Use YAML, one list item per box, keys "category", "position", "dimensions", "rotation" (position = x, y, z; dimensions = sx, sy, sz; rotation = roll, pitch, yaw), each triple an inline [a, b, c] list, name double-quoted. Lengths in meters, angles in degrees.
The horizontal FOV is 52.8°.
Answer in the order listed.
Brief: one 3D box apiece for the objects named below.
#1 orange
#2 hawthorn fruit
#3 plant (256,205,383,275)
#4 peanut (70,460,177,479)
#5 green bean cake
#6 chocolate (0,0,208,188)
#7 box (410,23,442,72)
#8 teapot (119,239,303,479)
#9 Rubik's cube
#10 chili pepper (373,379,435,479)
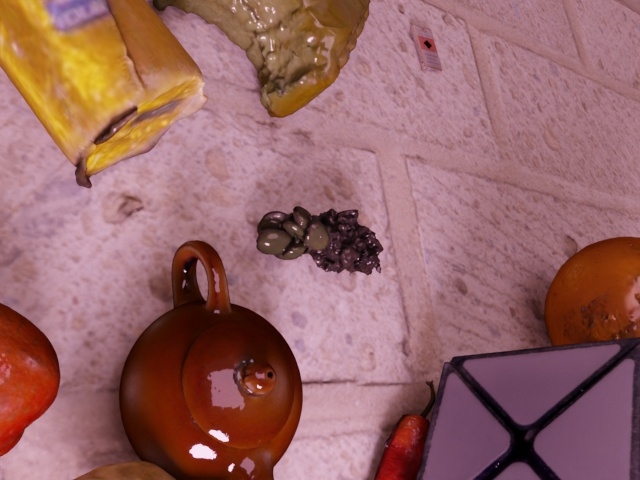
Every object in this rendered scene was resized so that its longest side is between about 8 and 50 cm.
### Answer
- category: "orange"
  position: [0.470, 0.116, 0.987]
  dimensions: [0.246, 0.246, 0.246]
  rotation: [17, 60, -33]
- category: "hawthorn fruit"
  position: [-0.259, 0.105, 0.479]
  dimensions: [0.128, 0.128, 0.128]
  rotation: [17, 60, -33]
- category: "plant"
  position: [0.000, 0.000, 0.765]
  dimensions: [0.174, 0.087, 0.085]
  rotation: [11, 28, -32]
- category: "peanut"
  position: [-0.108, 0.248, 0.515]
  dimensions: [0.229, 0.103, 0.098]
  rotation: [35, 36, -18]
- category: "green bean cake"
  position: [-0.062, -0.306, 0.822]
  dimensions: [0.236, 0.124, 0.233]
  rotation: [41, 50, -18]
- category: "chocolate"
  position: [-0.299, -0.270, 0.597]
  dimensions: [0.445, 0.162, 0.162]
  rotation: [52, 47, -5]
- category: "box"
  position: [0.182, -0.330, 1.109]
  dimensions: [0.046, 0.012, 0.083]
  rotation: [-1, 71, -39]
- category: "teapot"
  position: [-0.090, 0.116, 0.597]
  dimensions: [0.178, 0.135, 0.252]
  rotation: [-1, 72, -44]
- category: "Rubik's cube"
  position: [0.275, 0.282, 0.705]
  dimensions: [0.260, 0.259, 0.254]
  rotation: [50, 44, -31]
- category: "chili pepper"
  position: [0.088, 0.270, 0.729]
  dimensions: [0.268, 0.051, 0.059]
  rotation: [-54, 130, -40]
